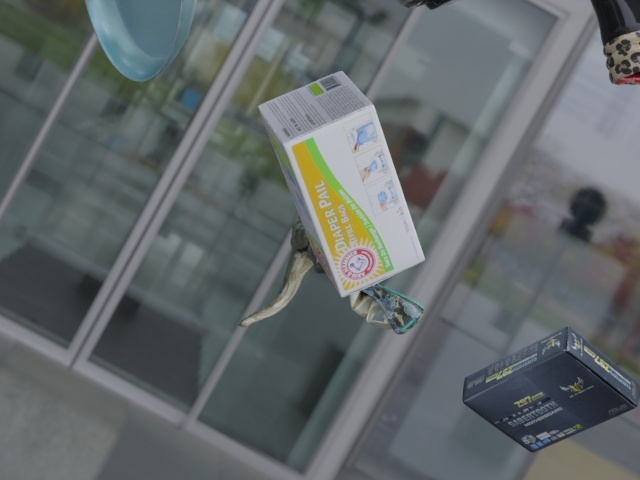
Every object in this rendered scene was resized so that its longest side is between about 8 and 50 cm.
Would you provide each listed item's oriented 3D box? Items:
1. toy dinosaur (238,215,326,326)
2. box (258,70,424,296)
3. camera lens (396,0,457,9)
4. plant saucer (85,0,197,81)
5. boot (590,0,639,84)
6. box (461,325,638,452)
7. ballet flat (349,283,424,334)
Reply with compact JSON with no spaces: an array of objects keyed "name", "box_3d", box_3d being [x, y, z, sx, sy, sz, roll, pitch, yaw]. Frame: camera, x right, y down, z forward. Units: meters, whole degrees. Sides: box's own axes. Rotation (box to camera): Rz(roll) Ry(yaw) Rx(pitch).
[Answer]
[{"name":"toy dinosaur","box_3d":[0.000,0.000,1.693,0.118,0.268,0.064,5,-28,40]},{"name":"box","box_3d":[0.024,-0.060,1.470,0.114,0.103,0.203,-123,-169,-58]},{"name":"camera lens","box_3d":[0.156,-0.452,1.756,0.219,0.219,0.274,-106,174,-85]},{"name":"plant saucer","box_3d":[-0.227,-0.359,1.708,0.043,0.318,0.317,-11,25,-30]},{"name":"boot","box_3d":[0.512,-0.383,1.984,0.377,0.284,0.138,-11,-8,-35]},{"name":"box","box_3d":[0.380,0.252,2.261,0.183,0.232,0.059,38,40,-24]},{"name":"ballet flat","box_3d":[0.080,0.092,2.046,0.070,0.070,0.188,27,1,-34]}]
